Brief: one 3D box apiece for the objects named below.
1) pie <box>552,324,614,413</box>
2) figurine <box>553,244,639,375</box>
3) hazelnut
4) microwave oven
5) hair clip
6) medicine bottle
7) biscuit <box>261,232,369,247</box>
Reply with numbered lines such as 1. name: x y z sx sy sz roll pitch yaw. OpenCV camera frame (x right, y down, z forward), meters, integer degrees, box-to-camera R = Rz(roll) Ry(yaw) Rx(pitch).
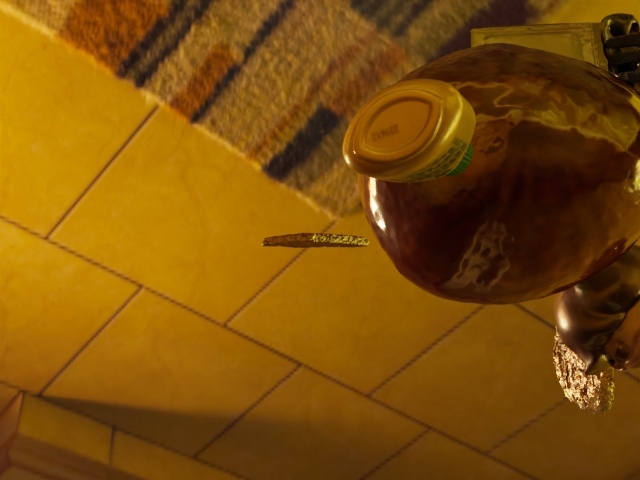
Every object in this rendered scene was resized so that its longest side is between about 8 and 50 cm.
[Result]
1. pie: 0.653 0.303 2.254 0.055 0.274 0.274 -7 132 -11
2. figurine: 0.526 0.165 1.450 0.206 0.365 0.218 -13 139 -28
3. hazelnut: 0.254 -0.098 1.221 0.420 0.353 0.421 12 157 5
4. microwave oven: 0.412 -0.236 1.772 0.286 0.219 0.355 0 147 10
5. hair clip: 0.539 -0.218 1.471 0.206 0.310 0.194 14 175 -37
6. medicine bottle: 0.089 -0.081 0.755 0.095 0.064 0.260 -32 172 14
7. biscuit: -0.007 0.001 1.946 0.131 0.026 0.237 -3 177 34
